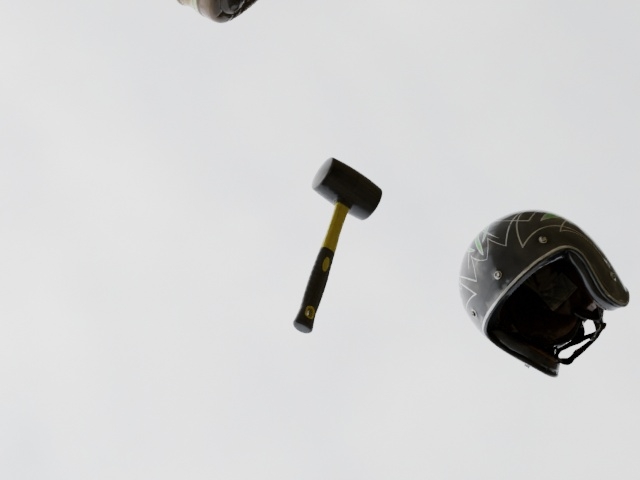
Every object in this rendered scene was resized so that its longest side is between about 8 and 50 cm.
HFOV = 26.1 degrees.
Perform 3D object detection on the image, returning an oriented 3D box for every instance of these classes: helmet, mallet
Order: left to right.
[{"bbox_3d":[0.000,0.000,1.225,0.062,0.039,0.190,38,-134,-11],"label":"mallet"},{"bbox_3d":[0.226,0.046,1.460,0.161,0.169,0.169,39,-136,-5],"label":"helmet"}]

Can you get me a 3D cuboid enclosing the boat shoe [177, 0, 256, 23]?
[{"bbox_3d":[-0.044,-0.221,0.966,0.072,0.068,0.190,27,-136,23],"label":"boat shoe"}]
